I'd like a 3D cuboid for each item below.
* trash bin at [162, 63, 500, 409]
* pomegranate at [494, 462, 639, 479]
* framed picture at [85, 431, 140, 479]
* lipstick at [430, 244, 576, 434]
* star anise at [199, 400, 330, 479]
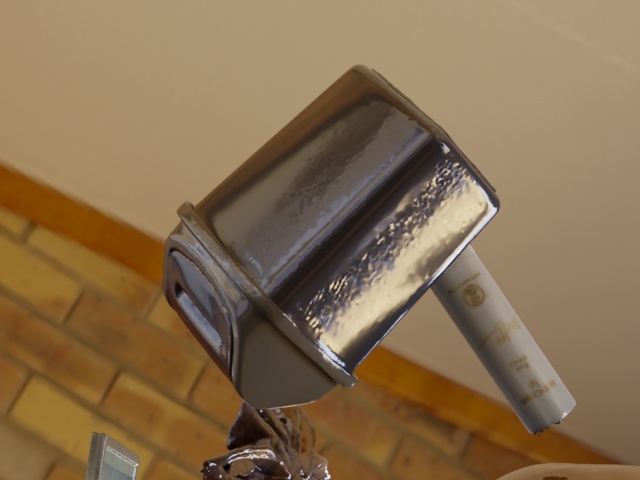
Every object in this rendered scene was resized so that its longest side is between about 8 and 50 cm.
[{"bbox_3d":[0.000,0.000,1.435,0.182,0.290,0.209,45,1,-40],"label":"trash bin"},{"bbox_3d":[0.253,0.422,1.572,0.411,0.411,0.411,20,-31,13],"label":"pomegranate"},{"bbox_3d":[-0.201,0.263,1.482,0.015,0.150,0.203,7,-14,3],"label":"framed picture"},{"bbox_3d":[0.158,0.069,1.566,0.264,0.059,0.059,56,-34,-1],"label":"lipstick"},{"bbox_3d":[-0.064,0.304,1.880,0.109,0.350,0.292,-25,-52,26],"label":"star anise"}]
